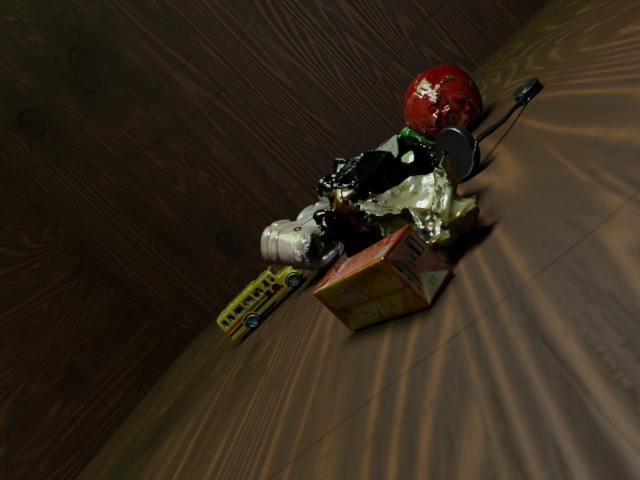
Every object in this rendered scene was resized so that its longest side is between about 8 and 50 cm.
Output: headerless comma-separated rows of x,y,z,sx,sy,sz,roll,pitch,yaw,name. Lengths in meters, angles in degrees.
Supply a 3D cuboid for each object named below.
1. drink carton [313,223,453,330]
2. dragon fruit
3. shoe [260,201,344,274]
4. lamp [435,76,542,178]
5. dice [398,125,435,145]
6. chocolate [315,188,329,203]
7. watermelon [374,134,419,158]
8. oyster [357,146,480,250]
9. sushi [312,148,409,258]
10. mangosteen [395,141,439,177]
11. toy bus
0.082,0.064,0.791,0.071,0.096,0.223,-48,6,-30,drink carton
0.363,-0.404,1.593,0.241,0.241,0.252,-41,0,37,dragon fruit
0.001,0.002,1.668,0.351,0.171,0.198,-26,30,-36,shoe
0.376,-0.283,1.166,0.371,0.108,0.130,-47,9,-23,lamp
0.343,-0.346,1.781,0.128,0.131,0.120,-45,4,2,dice
0.059,-0.095,2.007,0.221,0.222,0.147,-94,22,-83,chocolate
0.194,-0.200,1.544,0.305,0.180,0.223,-32,28,60,watermelon
0.180,-0.069,0.894,0.198,0.133,0.337,-43,8,2,oyster
0.097,-0.060,1.246,0.212,0.215,0.227,-52,28,-18,sushi
0.240,-0.164,1.303,0.137,0.137,0.151,-54,-24,-59,mangosteen
-0.203,0.194,1.846,0.335,0.123,0.121,-44,5,6,toy bus
